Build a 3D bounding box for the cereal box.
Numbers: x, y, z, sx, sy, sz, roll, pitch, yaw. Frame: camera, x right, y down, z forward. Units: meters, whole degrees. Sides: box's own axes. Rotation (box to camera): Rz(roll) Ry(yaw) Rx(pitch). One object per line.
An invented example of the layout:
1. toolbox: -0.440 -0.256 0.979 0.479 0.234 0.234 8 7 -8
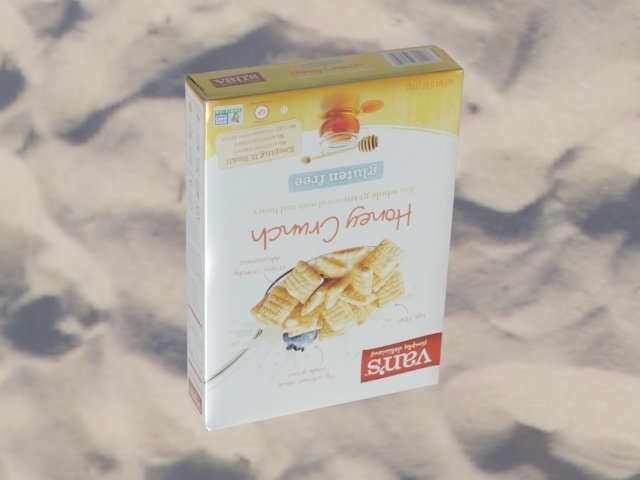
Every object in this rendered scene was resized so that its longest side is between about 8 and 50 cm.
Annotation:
1. cereal box: 0.000 0.000 1.107 0.047 0.173 0.240 -129 34 -54
